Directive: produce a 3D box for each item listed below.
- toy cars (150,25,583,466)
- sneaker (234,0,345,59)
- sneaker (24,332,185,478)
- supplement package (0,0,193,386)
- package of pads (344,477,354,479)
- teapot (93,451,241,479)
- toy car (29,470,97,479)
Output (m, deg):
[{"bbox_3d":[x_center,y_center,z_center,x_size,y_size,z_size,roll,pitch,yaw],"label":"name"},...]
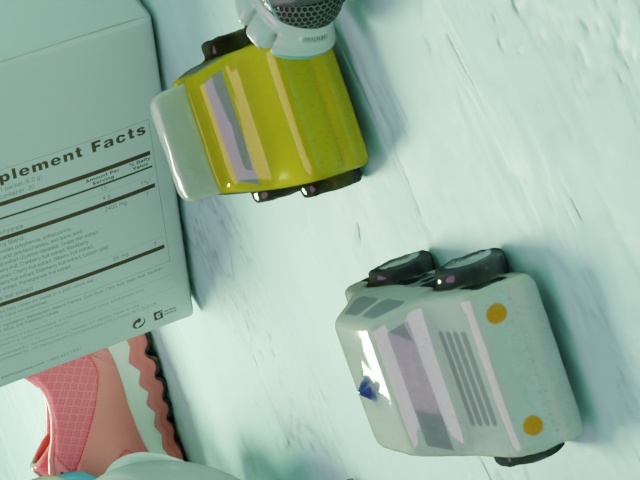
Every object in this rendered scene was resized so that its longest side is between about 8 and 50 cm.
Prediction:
[{"bbox_3d":[0.000,0.000,0.993,0.394,0.087,0.176,54,157,41],"label":"toy cars"},{"bbox_3d":[-0.026,-0.175,0.943,0.166,0.065,0.076,61,145,16],"label":"sneaker"},{"bbox_3d":[-0.193,0.212,1.741,0.314,0.136,0.116,71,164,-6],"label":"sneaker"},{"bbox_3d":[-0.221,-0.070,1.433,0.177,0.175,0.293,-127,24,-44],"label":"supplement package"},{"bbox_3d":[0.003,0.196,1.271,0.032,0.050,0.083,59,160,29],"label":"package of pads"},{"bbox_3d":[-0.083,0.282,1.435,0.252,0.187,0.256,-12,76,48],"label":"teapot"},{"bbox_3d":[-0.218,0.339,1.577,0.238,0.210,0.219,45,-168,10],"label":"toy car"}]
